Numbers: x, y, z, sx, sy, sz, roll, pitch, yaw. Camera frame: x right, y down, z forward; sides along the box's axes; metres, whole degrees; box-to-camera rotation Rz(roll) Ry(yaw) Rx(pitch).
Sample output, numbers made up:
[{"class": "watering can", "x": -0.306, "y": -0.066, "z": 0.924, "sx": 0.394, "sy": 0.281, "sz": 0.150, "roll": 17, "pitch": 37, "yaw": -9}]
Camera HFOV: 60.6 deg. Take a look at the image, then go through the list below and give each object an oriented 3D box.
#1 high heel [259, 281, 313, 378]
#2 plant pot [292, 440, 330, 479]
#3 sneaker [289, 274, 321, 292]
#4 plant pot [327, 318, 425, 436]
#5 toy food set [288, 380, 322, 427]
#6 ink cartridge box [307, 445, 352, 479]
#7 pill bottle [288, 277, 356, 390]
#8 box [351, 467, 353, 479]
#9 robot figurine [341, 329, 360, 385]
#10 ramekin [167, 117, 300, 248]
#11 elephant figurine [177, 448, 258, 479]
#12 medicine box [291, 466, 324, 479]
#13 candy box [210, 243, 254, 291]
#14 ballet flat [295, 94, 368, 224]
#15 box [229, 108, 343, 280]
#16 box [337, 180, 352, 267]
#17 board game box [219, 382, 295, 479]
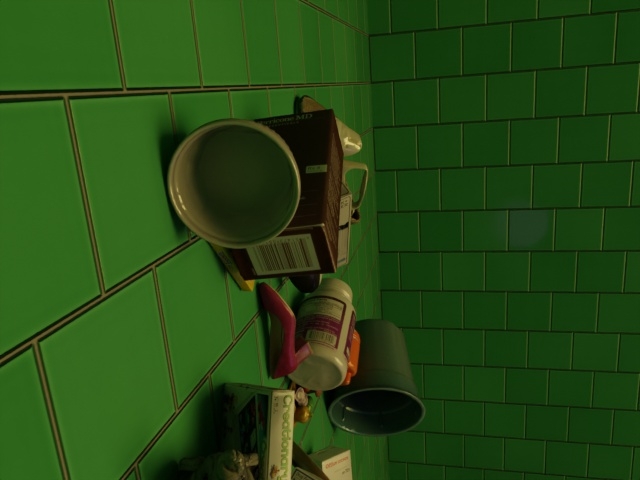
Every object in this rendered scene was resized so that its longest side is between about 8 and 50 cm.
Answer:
[{"class": "high heel", "x": -0.113, "y": 0.214, "z": 1.288, "sx": 0.082, "sy": 0.117, "sz": 0.244, "roll": 32, "pitch": -29, "yaw": 53}, {"class": "plant pot", "x": -0.026, "y": 0.570, "z": 1.347, "sx": 0.032, "sy": 0.236, "sz": 0.236, "roll": -41, "pitch": 143, "yaw": -20}, {"class": "sneaker", "x": -0.081, "y": 0.022, "z": 1.335, "sx": 0.124, "sy": 0.107, "sz": 0.283, "roll": -58, "pitch": 136, "yaw": -59}, {"class": "plant pot", "x": 0.198, "y": 0.497, "z": 2.044, "sx": 0.334, "sy": 0.342, "sz": 0.341, "roll": -89, "pitch": 170, "yaw": -47}, {"class": "toy food set", "x": -0.037, "y": 0.422, "z": 1.531, "sx": 0.217, "sy": 0.071, "sz": 0.128, "roll": -73, "pitch": 158, "yaw": -52}, {"class": "ink cartridge box", "x": 0.025, "y": 0.730, "z": 1.631, "sx": 0.140, "sy": 0.082, "sz": 0.190, "roll": 1, "pitch": 84, "yaw": -49}, {"class": "pill bottle", "x": 0.008, "y": 0.248, "z": 1.521, "sx": 0.301, "sy": 0.170, "sz": 0.169, "roll": -74, "pitch": 158, "yaw": -50}, {"class": "box", "x": 0.054, "y": 0.966, "z": 1.884, "sx": 0.322, "sy": 0.080, "sz": 0.256, "roll": -50, "pitch": 140, "yaw": -70}, {"class": "robot figurine", "x": 0.068, "y": 0.378, "z": 1.856, "sx": 0.128, "sy": 0.158, "sz": 0.219, "roll": 127, "pitch": -20, "yaw": -48}, {"class": "ramekin", "x": -0.133, "y": -0.100, "z": 0.892, "sx": 0.109, "sy": 0.207, "sz": 0.207, "roll": -85, "pitch": 170, "yaw": -69}, {"class": "elephant figurine", "x": -0.151, "y": 0.393, "z": 0.839, "sx": 0.169, "sy": 0.186, "sz": 0.239, "roll": 4, "pitch": 93, "yaw": -54}, {"class": "medicine box", "x": -0.042, "y": 0.670, "z": 1.134, "sx": 0.289, "sy": 0.149, "sz": 0.263, "roll": -52, "pitch": 147, "yaw": -29}, {"class": "candy box", "x": -0.168, "y": 0.010, "z": 1.094, "sx": 0.205, "sy": 0.027, "sz": 0.105, "roll": 69, "pitch": 26, "yaw": -55}, {"class": "ballet flat", "x": 0.056, "y": -0.240, "z": 1.715, "sx": 0.164, "sy": 0.182, "sz": 0.482, "roll": -75, "pitch": 159, "yaw": -46}, {"class": "box", "x": -0.059, "y": -0.106, "z": 1.134, "sx": 0.381, "sy": 0.191, "sz": 0.143, "roll": -86, "pitch": 166, "yaw": -46}, {"class": "box", "x": 0.000, "y": -0.064, "z": 1.408, "sx": 0.169, "sy": 0.087, "sz": 0.289, "roll": 56, "pitch": -19, "yaw": 33}, {"class": "board game box", "x": -0.121, "y": 0.414, "z": 0.971, "sx": 0.053, "sy": 0.193, "sz": 0.305, "roll": 10, "pitch": 77, "yaw": -33}]
